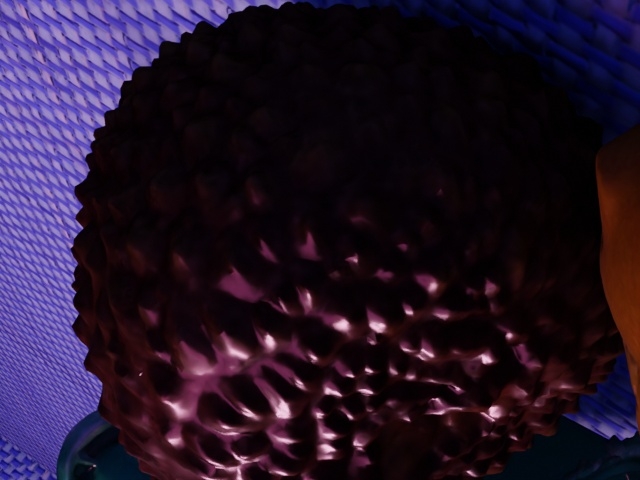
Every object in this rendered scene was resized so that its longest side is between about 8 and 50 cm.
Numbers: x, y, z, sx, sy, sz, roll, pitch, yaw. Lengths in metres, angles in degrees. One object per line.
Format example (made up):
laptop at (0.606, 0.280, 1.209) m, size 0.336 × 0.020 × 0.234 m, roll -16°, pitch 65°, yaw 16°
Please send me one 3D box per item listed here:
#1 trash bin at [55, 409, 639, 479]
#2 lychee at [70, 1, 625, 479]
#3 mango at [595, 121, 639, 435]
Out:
trash bin at (0.020, 0.199, 1.003) m, size 0.381 × 0.295 × 0.259 m, roll 10°, pitch 124°, yaw 64°
lychee at (0.000, 0.000, 0.786) m, size 0.271 × 0.271 × 0.271 m, roll 34°, pitch 162°, yaw 12°
mango at (0.185, 0.025, 0.594) m, size 0.201 × 0.152 × 0.287 m, roll 36°, pitch 164°, yaw -5°
